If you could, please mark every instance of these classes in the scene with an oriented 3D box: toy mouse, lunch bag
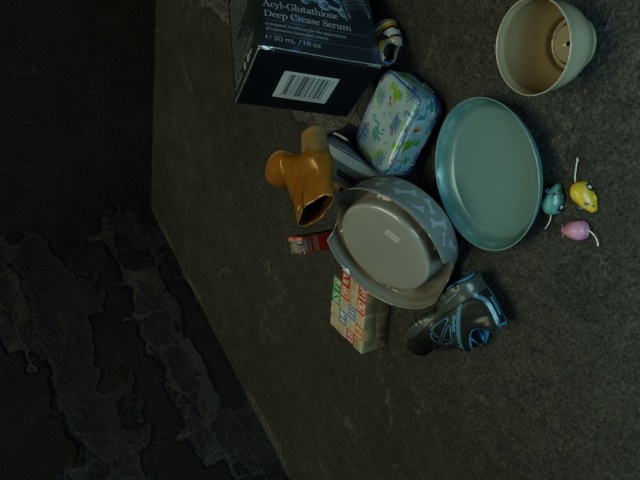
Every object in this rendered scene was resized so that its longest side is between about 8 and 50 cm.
[{"bbox_3d":[0.453,-0.049,1.213,0.143,0.031,0.160,-44,63,58],"label":"toy mouse"},{"bbox_3d":[0.178,-0.276,1.526,0.176,0.090,0.218,54,133,39],"label":"lunch bag"}]

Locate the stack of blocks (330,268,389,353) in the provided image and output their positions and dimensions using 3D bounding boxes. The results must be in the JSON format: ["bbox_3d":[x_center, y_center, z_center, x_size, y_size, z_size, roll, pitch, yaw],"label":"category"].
[{"bbox_3d":[0.116,0.148,1.854,0.171,0.087,0.297,41,136,48],"label":"stack of blocks"}]

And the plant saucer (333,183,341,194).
[{"bbox_3d":[0.029,-0.217,1.921,0.168,0.029,0.168,33,129,53],"label":"plant saucer"}]

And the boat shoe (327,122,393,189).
[{"bbox_3d":[0.140,-0.176,1.645,0.341,0.158,0.127,38,145,15],"label":"boat shoe"}]

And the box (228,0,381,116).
[{"bbox_3d":[-0.051,-0.529,1.560,0.212,0.294,0.395,131,137,-57],"label":"box"}]

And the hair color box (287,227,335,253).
[{"bbox_3d":[0.000,0.000,1.918,0.093,0.167,0.053,0,101,61],"label":"hair color box"}]

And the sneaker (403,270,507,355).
[{"bbox_3d":[0.301,0.210,1.508,0.139,0.125,0.340,55,150,17],"label":"sneaker"}]

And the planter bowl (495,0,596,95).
[{"bbox_3d":[0.397,-0.334,1.112,0.162,0.109,0.162,35,131,51],"label":"planter bowl"}]

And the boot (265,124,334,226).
[{"bbox_3d":[-0.057,-0.127,1.591,0.295,0.104,0.211,-39,49,55],"label":"boot"}]

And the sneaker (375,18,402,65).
[{"bbox_3d":[0.137,-0.447,1.583,0.185,0.070,0.083,-51,52,57],"label":"sneaker"}]

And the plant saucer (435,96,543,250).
[{"bbox_3d":[0.347,-0.137,1.343,0.318,0.044,0.317,38,133,54],"label":"plant saucer"}]

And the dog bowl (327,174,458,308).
[{"bbox_3d":[0.171,-0.002,1.552,0.349,0.102,0.348,29,143,25],"label":"dog bowl"}]
